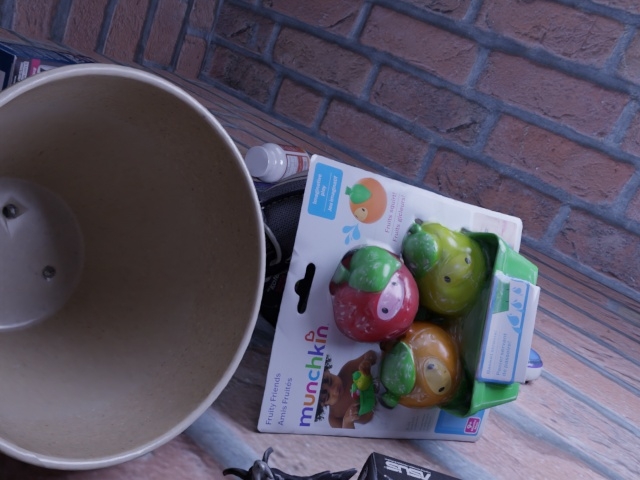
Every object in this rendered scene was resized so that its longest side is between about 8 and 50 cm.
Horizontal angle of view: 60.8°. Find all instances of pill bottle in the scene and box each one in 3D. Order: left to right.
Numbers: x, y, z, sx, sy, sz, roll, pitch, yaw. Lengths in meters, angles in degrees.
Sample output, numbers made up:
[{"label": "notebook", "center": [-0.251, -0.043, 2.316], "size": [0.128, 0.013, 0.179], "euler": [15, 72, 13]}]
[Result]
[{"label": "pill bottle", "center": [-0.134, -0.239, 1.692], "size": [0.121, 0.121, 0.216], "euler": [31, 19, 26]}]

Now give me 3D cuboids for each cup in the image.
[{"label": "cup", "center": [-0.249, 0.018, 0.528], "size": [0.236, 0.332, 0.331], "euler": [2, 3, 35]}]

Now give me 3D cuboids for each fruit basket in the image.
[{"label": "fruit basket", "center": [0.116, 0.092, 0.692], "size": [0.352, 0.328, 0.165], "euler": [15, -6, -33]}]

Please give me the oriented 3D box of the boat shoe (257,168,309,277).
[{"label": "boat shoe", "center": [-0.098, 0.019, 0.720], "size": [0.127, 0.340, 0.158], "euler": [60, 19, -13]}]

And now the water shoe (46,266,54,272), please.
[{"label": "water shoe", "center": [-0.352, 0.028, 0.734], "size": [0.080, 0.073, 0.203], "euler": [-11, 27, -2]}]

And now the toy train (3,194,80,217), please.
[{"label": "toy train", "center": [-0.380, -0.104, 0.776], "size": [0.333, 0.142, 0.190], "euler": [7, 26, 34]}]

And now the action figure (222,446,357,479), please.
[{"label": "action figure", "center": [-0.007, 0.236, 0.382], "size": [0.163, 0.141, 0.276], "euler": [-14, 37, -23]}]

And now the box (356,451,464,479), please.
[{"label": "box", "center": [0.151, 0.311, 0.511], "size": [0.230, 0.056, 0.183], "euler": [21, 17, -7]}]

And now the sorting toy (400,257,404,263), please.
[{"label": "sorting toy", "center": [0.151, 0.128, 1.002], "size": [0.347, 0.047, 0.196], "euler": [39, 47, 24]}]

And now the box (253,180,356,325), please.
[{"label": "box", "center": [-0.052, 0.025, 0.923], "size": [0.270, 0.165, 0.143], "euler": [35, 20, 35]}]

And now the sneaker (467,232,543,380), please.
[{"label": "sneaker", "center": [0.324, 0.096, 1.071], "size": [0.322, 0.237, 0.130], "euler": [31, 19, 26]}]

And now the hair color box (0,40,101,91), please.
[{"label": "hair color box", "center": [-0.642, -0.354, 1.295], "size": [0.105, 0.174, 0.347], "euler": [26, 18, 9]}]
